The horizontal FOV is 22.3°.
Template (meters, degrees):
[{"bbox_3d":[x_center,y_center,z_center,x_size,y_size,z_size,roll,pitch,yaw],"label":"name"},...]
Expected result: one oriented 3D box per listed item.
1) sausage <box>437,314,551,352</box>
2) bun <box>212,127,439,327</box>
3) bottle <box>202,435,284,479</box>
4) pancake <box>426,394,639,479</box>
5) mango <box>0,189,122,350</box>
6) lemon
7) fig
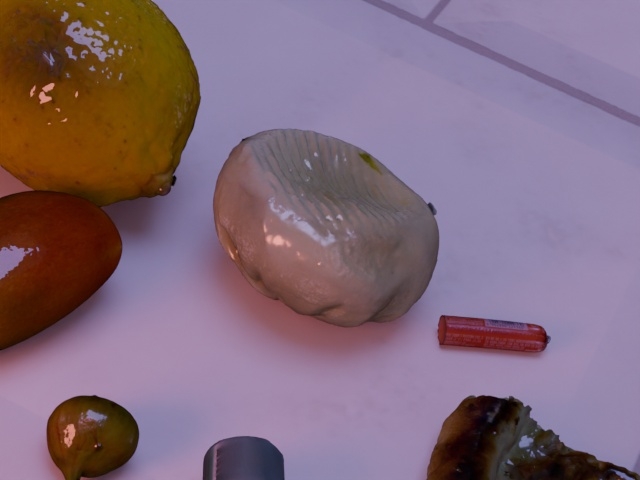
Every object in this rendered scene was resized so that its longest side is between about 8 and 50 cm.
[{"bbox_3d":[0.195,0.104,1.793,0.130,0.034,0.034,5,43,-13],"label":"sausage"},{"bbox_3d":[0.000,0.000,1.755,0.259,0.160,0.259,19,26,-10],"label":"bun"},{"bbox_3d":[-0.069,0.306,1.453,0.082,0.082,0.286,8,42,-10],"label":"bottle"},{"bbox_3d":[0.239,0.320,1.551,0.305,0.067,0.426,13,40,-6],"label":"pancake"},{"bbox_3d":[-0.326,0.042,1.628,0.146,0.129,0.289,36,54,18],"label":"mango"},{"bbox_3d":[-0.260,-0.169,1.782,0.310,0.253,0.253,45,48,16],"label":"lemon"},{"bbox_3d":[-0.223,0.194,1.536,0.084,0.082,0.098,42,54,-24],"label":"fig"}]
